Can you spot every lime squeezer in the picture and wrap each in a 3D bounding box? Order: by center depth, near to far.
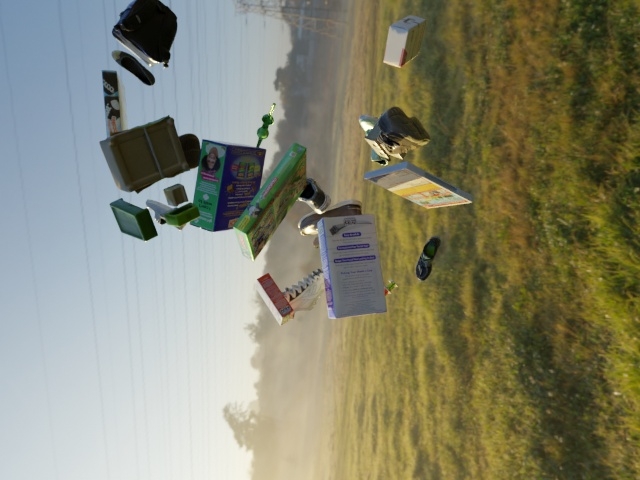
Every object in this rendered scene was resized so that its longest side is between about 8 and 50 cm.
[{"bbox_3d":[-0.249,-0.499,2.010,0.311,0.058,0.110,-59,32,36],"label":"lime squeezer"}]

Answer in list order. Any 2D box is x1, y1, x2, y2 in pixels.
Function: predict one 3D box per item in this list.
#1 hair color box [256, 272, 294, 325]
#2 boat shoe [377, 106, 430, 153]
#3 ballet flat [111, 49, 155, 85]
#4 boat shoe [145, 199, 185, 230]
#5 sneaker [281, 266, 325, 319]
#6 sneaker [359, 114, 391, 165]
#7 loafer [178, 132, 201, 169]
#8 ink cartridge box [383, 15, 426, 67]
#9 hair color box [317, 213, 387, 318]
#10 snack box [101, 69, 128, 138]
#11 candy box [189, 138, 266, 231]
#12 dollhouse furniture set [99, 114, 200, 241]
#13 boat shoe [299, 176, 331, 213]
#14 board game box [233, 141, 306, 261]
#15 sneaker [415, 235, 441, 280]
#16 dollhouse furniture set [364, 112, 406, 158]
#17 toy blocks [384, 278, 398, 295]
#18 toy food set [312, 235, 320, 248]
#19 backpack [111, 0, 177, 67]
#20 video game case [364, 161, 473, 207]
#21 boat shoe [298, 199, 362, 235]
[{"bbox_3d":[-0.163,0.208,1.574,0.167,0.053,0.093,54,157,20],"label":"hair color box"},{"bbox_3d":[0.265,-0.345,1.488,0.355,0.130,0.133,-7,-116,-60],"label":"boat shoe"},{"bbox_3d":[-0.694,-0.644,1.655,0.057,0.173,0.049,-45,33,19],"label":"ballet flat"},{"bbox_3d":[-0.652,-0.104,1.849,0.081,0.227,0.079,-63,-22,-10],"label":"boat shoe"},{"bbox_3d":[-0.038,0.197,1.714,0.118,0.291,0.110,58,-176,-6],"label":"sneaker"},{"bbox_3d":[0.254,-0.453,2.035,0.094,0.255,0.151,-3,60,44],"label":"sneaker"},{"bbox_3d":[-0.560,-0.317,1.619,0.366,0.129,0.134,-46,-43,-67],"label":"loafer"},{"bbox_3d":[0.369,-0.872,1.939,0.218,0.092,0.159,-45,-28,-42],"label":"ink cartridge box"},{"bbox_3d":[0.105,0.088,1.523,0.110,0.185,0.340,145,119,-75],"label":"hair color box"},{"bbox_3d":[-0.810,-0.483,1.766,0.187,0.059,0.323,179,86,-75],"label":"snack box"},{"bbox_3d":[-0.343,-0.206,1.681,0.268,0.122,0.318,-16,-60,-64],"label":"candy box"},{"bbox_3d":[-0.486,-0.179,1.236,0.197,0.151,0.302,-34,-54,-37],"label":"dollhouse furniture set"},{"bbox_3d":[-0.064,-0.207,1.820,0.113,0.104,0.306,-47,34,10],"label":"boat shoe"},{"bbox_3d":[-0.139,-0.110,1.323,0.318,0.046,0.214,-57,-12,-21],"label":"board game box"},{"bbox_3d":[0.420,0.070,1.765,0.078,0.067,0.188,-6,-63,-60],"label":"sneaker"},{"bbox_3d":[0.306,-0.412,1.821,0.129,0.129,0.183,-54,44,-1],"label":"dollhouse furniture set"},{"bbox_3d":[0.326,0.270,2.280,0.148,0.054,0.123,-46,-7,-4],"label":"toy blocks"},{"bbox_3d":[0.000,0.000,2.012,0.020,0.082,0.083,53,-154,-29],"label":"toy food set"},{"bbox_3d":[-0.801,-0.980,2.061,0.276,0.213,0.264,37,-104,-46],"label":"backpack"},{"bbox_3d":[0.308,-0.168,1.401,0.204,0.284,0.025,-4,69,60],"label":"video game case"},{"bbox_3d":[0.035,-0.074,1.870,0.116,0.324,0.097,25,-125,-48],"label":"boat shoe"}]
